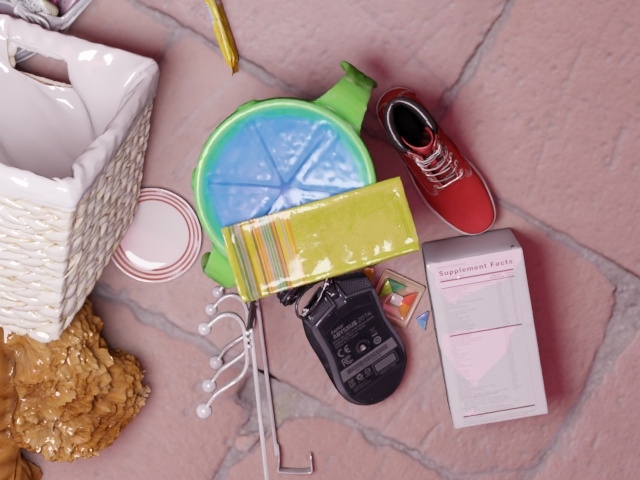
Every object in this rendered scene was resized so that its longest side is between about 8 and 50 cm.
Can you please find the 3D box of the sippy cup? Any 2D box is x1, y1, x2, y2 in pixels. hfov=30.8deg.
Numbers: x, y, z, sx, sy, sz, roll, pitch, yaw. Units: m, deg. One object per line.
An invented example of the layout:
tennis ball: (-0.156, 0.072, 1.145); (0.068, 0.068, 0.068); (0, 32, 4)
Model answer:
sippy cup: (-0.044, -0.088, 1.562); (0.306, 0.224, 0.240); (-19, 103, 5)

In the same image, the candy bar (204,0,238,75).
candy bar: (-0.143, -0.308, 1.611); (0.018, 0.040, 0.161); (-16, 101, 15)

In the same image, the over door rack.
over door rack: (-0.101, 0.231, 1.625); (0.108, 0.239, 0.324); (-17, 101, 3)

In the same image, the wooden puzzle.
wooden puzzle: (0.108, 0.086, 1.704); (0.116, 0.014, 0.078); (18, 102, -3)

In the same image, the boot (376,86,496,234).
boot: (0.161, -0.096, 1.582); (0.088, 0.176, 0.244); (-36, 100, 7)

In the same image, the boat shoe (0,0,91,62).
boat shoe: (-0.353, -0.359, 1.572); (0.320, 0.103, 0.118); (-37, 99, 9)

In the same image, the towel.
towel: (0.000, 0.000, 1.458); (0.237, 0.021, 0.102); (-16, 104, 3)

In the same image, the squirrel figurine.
squirrel figurine: (-0.450, 0.241, 1.628); (0.397, 0.281, 0.370); (-7, 108, 5)

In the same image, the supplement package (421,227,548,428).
supplement package: (0.231, 0.121, 1.647); (0.139, 0.134, 0.244); (-10, 102, 4)

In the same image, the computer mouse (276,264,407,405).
computer mouse: (0.043, 0.114, 1.660); (0.189, 0.072, 0.272); (-29, 121, -16)

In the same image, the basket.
basket: (-0.413, -0.096, 1.486); (0.328, 0.331, 0.266); (16, 129, 2)

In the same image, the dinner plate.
dinner plate: (-0.243, -0.008, 1.691); (0.141, 0.017, 0.141); (0, 102, 2)
